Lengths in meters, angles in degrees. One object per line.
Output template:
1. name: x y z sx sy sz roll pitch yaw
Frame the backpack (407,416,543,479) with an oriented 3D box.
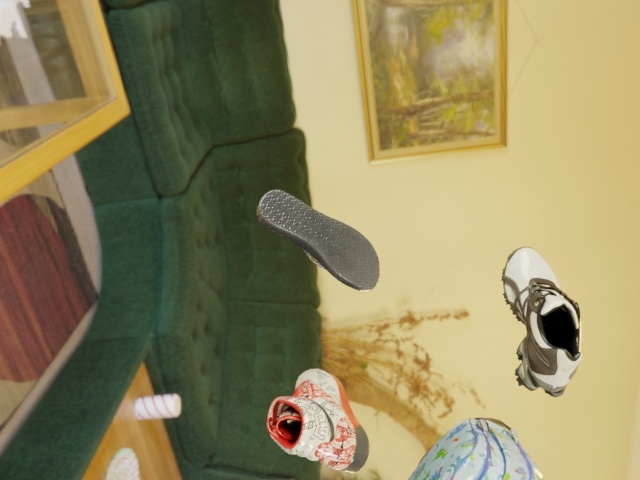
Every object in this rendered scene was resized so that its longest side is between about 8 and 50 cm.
1. backpack: 0.305 0.503 1.106 0.273 0.290 0.355 43 3 -10

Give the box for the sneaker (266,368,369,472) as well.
1. sneaker: -0.028 0.286 0.972 0.090 0.145 0.270 -62 -154 7

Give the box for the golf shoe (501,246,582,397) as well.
1. golf shoe: 0.269 0.077 0.657 0.094 0.077 0.198 103 -8 -53

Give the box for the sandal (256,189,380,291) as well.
1. sandal: 0.000 -0.001 1.005 0.097 0.254 0.054 -53 180 -30
